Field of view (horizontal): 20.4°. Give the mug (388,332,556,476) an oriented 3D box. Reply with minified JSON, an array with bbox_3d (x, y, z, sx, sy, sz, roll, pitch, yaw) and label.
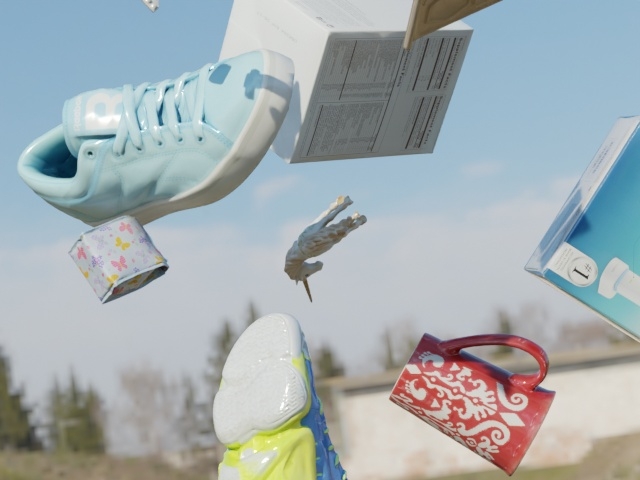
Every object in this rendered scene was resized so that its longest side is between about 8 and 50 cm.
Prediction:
[{"bbox_3d":[0.183,0.171,2.075,0.169,0.150,0.113,28,-2,6],"label":"mug"}]

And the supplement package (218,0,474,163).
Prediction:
[{"bbox_3d":[0.028,-0.240,2.414,0.263,0.198,0.199,-7,35,-39],"label":"supplement package"}]

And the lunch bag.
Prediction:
[{"bbox_3d":[-0.205,0.018,1.827,0.083,0.071,0.053,-26,-15,-40],"label":"lunch bag"}]

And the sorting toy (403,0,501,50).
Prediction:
[{"bbox_3d":[0.190,-0.335,2.182,0.208,0.038,0.193,-30,-19,-18],"label":"sorting toy"}]

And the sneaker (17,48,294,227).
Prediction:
[{"bbox_3d":[-0.181,-0.105,1.815,0.150,0.135,0.366,21,-35,-36],"label":"sneaker"}]

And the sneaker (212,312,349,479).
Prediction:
[{"bbox_3d":[-0.025,0.187,1.501,0.091,0.240,0.126,-8,-22,36],"label":"sneaker"}]

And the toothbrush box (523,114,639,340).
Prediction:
[{"bbox_3d":[0.417,0.024,2.009,0.295,0.216,0.126,31,1,-4],"label":"toothbrush box"}]

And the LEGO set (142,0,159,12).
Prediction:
[{"bbox_3d":[-0.096,-0.296,1.580,0.244,0.060,0.182,-45,5,16],"label":"LEGO set"}]

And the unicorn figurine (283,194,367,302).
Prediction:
[{"bbox_3d":[0.000,0.000,2.035,0.111,0.060,0.162,-42,-14,-2],"label":"unicorn figurine"}]
